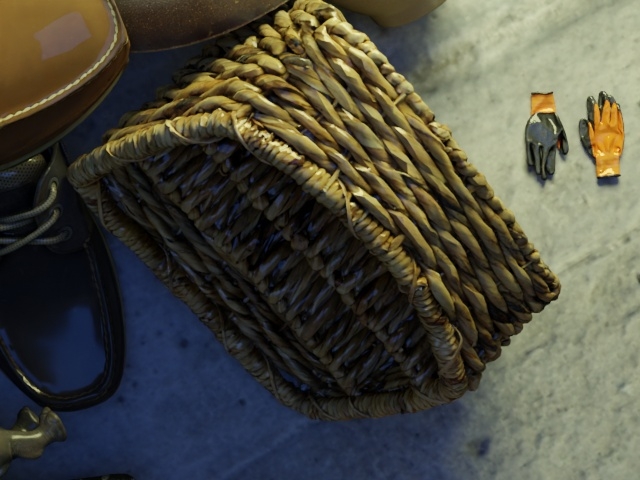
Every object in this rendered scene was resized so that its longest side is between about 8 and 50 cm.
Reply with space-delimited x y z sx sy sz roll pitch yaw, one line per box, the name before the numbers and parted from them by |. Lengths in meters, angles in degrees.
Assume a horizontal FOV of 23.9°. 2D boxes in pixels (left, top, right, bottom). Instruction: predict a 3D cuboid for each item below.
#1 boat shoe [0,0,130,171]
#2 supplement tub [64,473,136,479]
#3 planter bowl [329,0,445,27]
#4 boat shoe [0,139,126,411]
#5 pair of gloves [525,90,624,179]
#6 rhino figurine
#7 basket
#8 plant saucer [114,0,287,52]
boat shoe | -0.282 -0.087 1.008 0.324 0.120 0.123 -25 91 -5
supplement tub | -0.230 0.247 1.160 0.190 0.117 0.117 -7 88 -3
planter bowl | 0.055 -0.238 1.189 0.162 0.162 0.109 -40 116 -4
boat shoe | -0.249 -0.033 1.163 0.132 0.130 0.355 -22 89 -4
pair of gloves | 0.211 -0.087 1.254 0.083 0.010 0.074 -1 88 -3
rhino figurine | -0.311 0.102 1.162 0.106 0.073 0.243 -36 68 -28
basket | 0.000 0.000 1.099 0.223 0.213 0.299 -42 113 -4
plant saucer | -0.097 -0.274 1.129 0.310 0.050 0.311 -12 52 16
